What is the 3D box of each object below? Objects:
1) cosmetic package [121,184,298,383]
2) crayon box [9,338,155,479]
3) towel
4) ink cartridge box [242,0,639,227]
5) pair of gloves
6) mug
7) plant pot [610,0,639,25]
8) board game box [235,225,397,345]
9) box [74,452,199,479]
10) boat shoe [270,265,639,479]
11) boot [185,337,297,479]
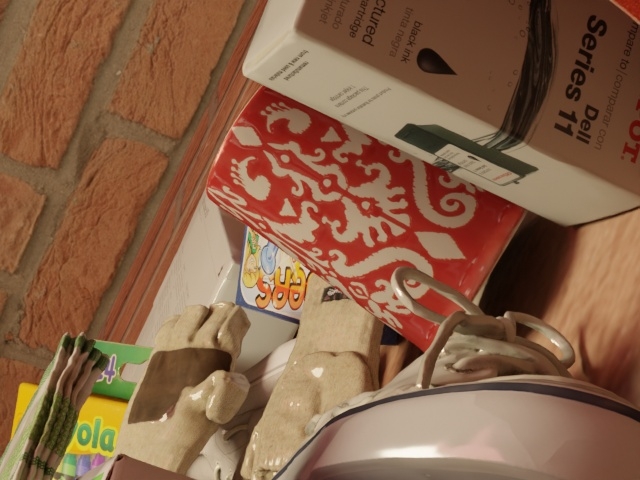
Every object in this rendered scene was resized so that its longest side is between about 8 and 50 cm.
[{"bbox_3d":[-0.128,0.111,1.309,0.377,0.097,0.284,-118,50,-72],"label":"cosmetic package"},{"bbox_3d":[-0.211,0.254,1.104,0.203,0.083,0.323,2,80,44],"label":"crayon box"},{"bbox_3d":[-0.124,0.120,0.464,0.113,0.023,0.152,-58,14,30],"label":"towel"},{"bbox_3d":[0.087,-0.118,0.621,0.087,0.208,0.153,-18,51,68],"label":"ink cartridge box"},{"bbox_3d":[-0.054,0.123,0.836,0.240,0.042,0.204,-15,47,34],"label":"pair of gloves"},{"bbox_3d":[0.024,-0.012,0.726,0.113,0.169,0.150,-56,-7,-23],"label":"mug"},{"bbox_3d":[0.171,-0.279,0.505,0.236,0.267,0.267,-39,29,39],"label":"plant pot"},{"bbox_3d":[0.000,0.000,0.940,0.201,0.035,0.136,9,92,59],"label":"board game box"},{"bbox_3d":[-0.025,0.196,0.488,0.262,0.231,0.126,140,150,-64],"label":"box"},{"bbox_3d":[0.068,0.091,0.569,0.156,0.136,0.367,-62,3,-25],"label":"boat shoe"},{"bbox_3d":[-0.059,0.177,0.923,0.258,0.095,0.123,-44,26,46],"label":"boot"}]
